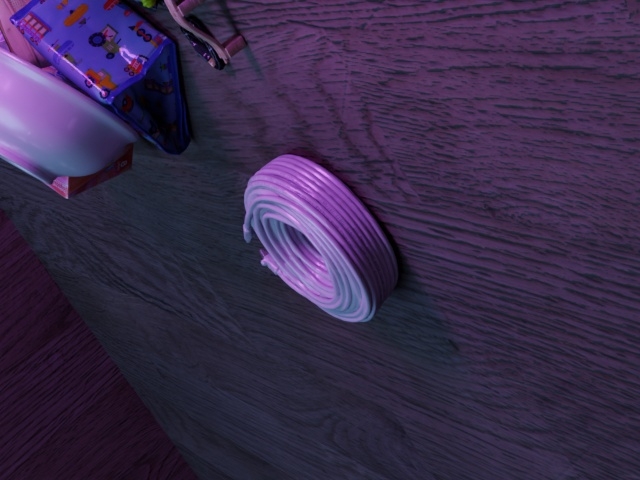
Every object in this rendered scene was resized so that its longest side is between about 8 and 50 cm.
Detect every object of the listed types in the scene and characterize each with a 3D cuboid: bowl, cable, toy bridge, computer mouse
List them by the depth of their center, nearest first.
[{"bbox_3d":[-0.159,-0.300,1.615,0.026,0.063,0.188,21,145,55],"label":"toy bridge"},{"bbox_3d":[-0.220,-0.310,1.767,0.242,0.041,0.071,44,159,16],"label":"computer mouse"},{"bbox_3d":[0.000,0.000,1.786,0.257,0.089,0.257,42,159,19],"label":"cable"},{"bbox_3d":[-0.431,-0.175,1.937,0.298,0.134,0.298,30,175,3],"label":"bowl"}]

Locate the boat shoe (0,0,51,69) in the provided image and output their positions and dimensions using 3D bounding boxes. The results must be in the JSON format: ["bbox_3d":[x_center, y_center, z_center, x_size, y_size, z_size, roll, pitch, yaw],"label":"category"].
[{"bbox_3d":[-0.491,-0.434,2.040,0.121,0.110,0.341,-139,26,-73],"label":"boat shoe"}]

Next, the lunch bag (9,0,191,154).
[{"bbox_3d":[-0.313,-0.248,1.989,0.221,0.138,0.293,40,168,19],"label":"lunch bag"}]

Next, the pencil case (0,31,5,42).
[{"bbox_3d":[-0.568,-0.333,2.435,0.206,0.086,0.088,43,-172,17],"label":"pencil case"}]

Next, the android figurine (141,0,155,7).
[{"bbox_3d":[-0.282,-0.421,1.648,0.273,0.056,0.248,58,162,-4],"label":"android figurine"}]

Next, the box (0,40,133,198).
[{"bbox_3d":[-0.473,-0.219,2.233,0.300,0.154,0.142,32,131,27],"label":"box"}]
